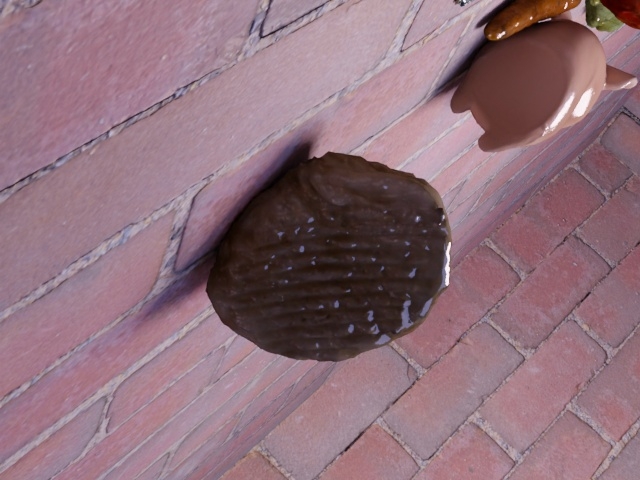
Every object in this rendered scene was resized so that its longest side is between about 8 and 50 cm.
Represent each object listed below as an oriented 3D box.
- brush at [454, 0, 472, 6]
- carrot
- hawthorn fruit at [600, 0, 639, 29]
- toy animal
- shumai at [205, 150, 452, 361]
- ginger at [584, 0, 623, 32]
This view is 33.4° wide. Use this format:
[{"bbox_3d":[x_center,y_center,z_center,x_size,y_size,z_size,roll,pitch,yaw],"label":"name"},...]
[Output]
[{"bbox_3d":[0.198,-0.315,1.354,0.083,0.013,0.016,-37,163,-44],"label":"brush"},{"bbox_3d":[0.304,-0.336,1.559,0.209,0.061,0.061,-33,162,-37],"label":"carrot"},{"bbox_3d":[0.468,-0.407,1.477,0.271,0.242,0.242,-17,149,-56],"label":"hawthorn fruit"},{"bbox_3d":[0.347,-0.246,1.671,0.213,0.195,0.256,-44,173,27],"label":"toy animal"},{"bbox_3d":[0.000,0.000,1.405,0.314,0.267,0.262,-19,-161,0],"label":"shumai"},{"bbox_3d":[0.528,-0.443,1.918,0.137,0.089,0.290,-69,167,15],"label":"ginger"}]
